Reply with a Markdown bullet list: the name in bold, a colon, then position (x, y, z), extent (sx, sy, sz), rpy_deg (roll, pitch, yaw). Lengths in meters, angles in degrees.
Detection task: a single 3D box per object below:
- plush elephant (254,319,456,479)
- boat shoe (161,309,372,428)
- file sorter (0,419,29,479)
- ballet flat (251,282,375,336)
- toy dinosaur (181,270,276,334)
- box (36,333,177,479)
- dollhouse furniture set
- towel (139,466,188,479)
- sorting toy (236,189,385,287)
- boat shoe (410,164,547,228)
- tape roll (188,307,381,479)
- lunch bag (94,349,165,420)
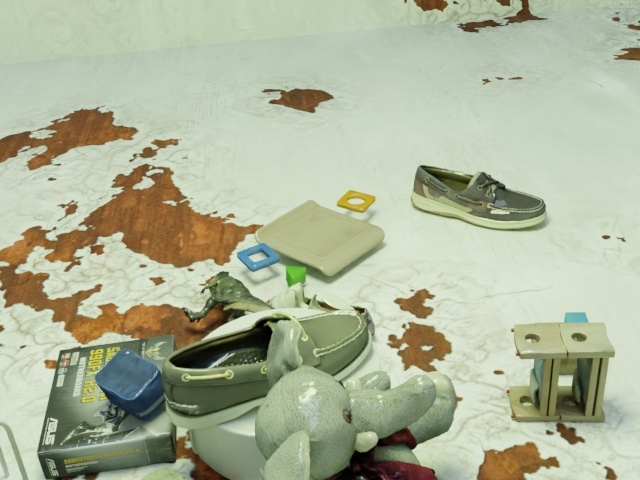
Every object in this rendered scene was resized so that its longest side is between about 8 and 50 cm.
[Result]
- **plush elephant**: position (0.034, 0.223, 0.868), extent (0.330, 0.255, 0.272), rpy_deg (-10, 45, 0)
- **boat shoe**: position (-0.064, 0.152, 1.063), extent (0.305, 0.091, 0.109), rpy_deg (-18, 33, -22)
- **file sorter**: position (-0.532, 0.279, 1.028), extent (0.277, 0.173, 0.193), rpy_deg (21, 38, 37)
- **ballet flat**: position (-0.014, 0.115, 1.328), extent (0.221, 0.079, 0.077), rpy_deg (9, 34, 22)
- **toy dinosaur**: position (-0.155, 0.115, 1.343), extent (0.118, 0.064, 0.268), rpy_deg (-38, 33, -20)
- **box**: position (-0.306, 0.239, 1.179), extent (0.183, 0.056, 0.231), rpy_deg (-8, 31, -4)
- **dollhouse furniture set**: position (0.336, 0.155, 1.165), extent (0.129, 0.129, 0.184), rpy_deg (-1, 32, 5)
- **towel**: position (-0.233, 0.338, 0.998), extent (0.148, 0.027, 0.110), rpy_deg (-28, 15, -31)
- **sorting toy**: position (0.000, 0.000, 1.557), extent (0.196, 0.047, 0.347), rpy_deg (26, 42, 34)
- **boat shoe**: position (0.319, -0.095, 1.625), extent (0.285, 0.092, 0.103), rpy_deg (14, 35, 28)
- **tape roll**: position (-0.053, 0.217, 1.141), extent (0.286, 0.100, 0.286), rpy_deg (-3, 31, 2)
- **lunch bag**: position (-0.264, 0.204, 1.115), extent (0.098, 0.065, 0.067), rpy_deg (21, 54, 33)
